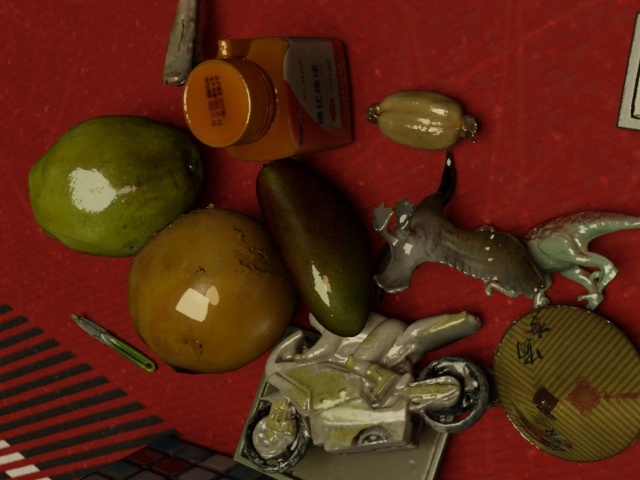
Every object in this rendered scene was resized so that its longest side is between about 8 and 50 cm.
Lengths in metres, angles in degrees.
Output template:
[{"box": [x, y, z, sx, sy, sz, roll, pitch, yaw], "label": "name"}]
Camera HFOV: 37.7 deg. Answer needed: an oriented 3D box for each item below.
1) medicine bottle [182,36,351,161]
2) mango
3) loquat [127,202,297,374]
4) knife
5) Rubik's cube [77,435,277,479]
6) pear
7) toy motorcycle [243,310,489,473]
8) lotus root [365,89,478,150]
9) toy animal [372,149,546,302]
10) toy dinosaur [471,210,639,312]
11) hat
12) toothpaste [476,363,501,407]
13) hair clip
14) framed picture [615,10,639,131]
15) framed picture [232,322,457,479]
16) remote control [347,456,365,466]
[{"box": [-0.061, -0.175, 1.163, 0.112, 0.222, 0.149, 0, 100, 33], "label": "medicine bottle"}, {"box": [0.000, 0.000, 1.208, 0.111, 0.133, 0.267, -33, 63, 17], "label": "mango"}, {"box": [-0.144, 0.069, 1.268, 0.235, 0.235, 0.234, 8, 105, 31], "label": "loquat"}, {"box": [-0.341, 0.169, 1.545, 0.184, 0.026, 0.022, 29, 85, 23], "label": "knife"}, {"box": [-0.215, 0.495, 1.378, 0.293, 0.292, 0.286, 11, 106, 33], "label": "Rubik's cube"}, {"box": [-0.294, -0.078, 1.345, 0.269, 0.212, 0.212, -10, 95, 19], "label": "pear"}, {"box": [0.049, 0.172, 1.215, 0.341, 0.108, 0.222, -15, 62, 22], "label": "toy motorcycle"}, {"box": [0.128, -0.147, 1.145, 0.150, 0.062, 0.073, 14, 85, 28], "label": "lotus root"}, {"box": [0.134, -0.016, 1.114, 0.273, 0.160, 0.197, 2, 88, 39], "label": "toy animal"}, {"box": [0.282, 0.002, 1.081, 0.242, 0.053, 0.167, -47, 68, 40], "label": "toy dinosaur"}, {"box": [0.268, 0.174, 1.070, 0.193, 0.082, 0.193, 9, 105, 37], "label": "hat"}, {"box": [0.273, 0.181, 1.143, 0.216, 0.037, 0.061, -4, 106, 36], "label": "toothpaste"}, {"box": [-0.179, -0.359, 1.290, 0.173, 0.069, 0.300, 6, 94, 31], "label": "hair clip"}, {"box": [0.406, -0.167, 0.983, 0.169, 0.023, 0.127, 15, 108, 29], "label": "framed picture"}, {"box": [0.033, 0.249, 1.270, 0.290, 0.020, 0.211, 16, 85, 29], "label": "framed picture"}, {"box": [0.136, 0.429, 1.269, 0.335, 0.066, 0.128, 45, 119, 17], "label": "remote control"}]
